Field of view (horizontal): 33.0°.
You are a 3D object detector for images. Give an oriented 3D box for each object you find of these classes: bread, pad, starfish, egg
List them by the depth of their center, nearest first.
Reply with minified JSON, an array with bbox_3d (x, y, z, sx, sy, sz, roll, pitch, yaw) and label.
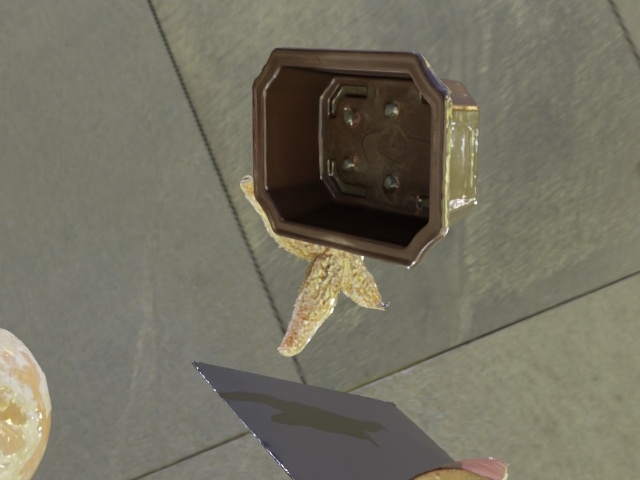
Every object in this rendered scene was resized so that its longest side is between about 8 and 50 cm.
[{"bbox_3d":[0.106,0.223,0.906,0.119,0.192,0.067,-28,75,5],"label":"bread"},{"bbox_3d":[-0.393,0.196,1.183,0.203,0.245,0.203,2,37,-2],"label":"egg"},{"bbox_3d":[0.051,0.230,1.188,0.368,0.247,0.007,19,106,-47],"label":"pad"},{"bbox_3d":[-0.004,0.001,1.219,0.231,0.048,0.295,56,46,-18],"label":"starfish"}]

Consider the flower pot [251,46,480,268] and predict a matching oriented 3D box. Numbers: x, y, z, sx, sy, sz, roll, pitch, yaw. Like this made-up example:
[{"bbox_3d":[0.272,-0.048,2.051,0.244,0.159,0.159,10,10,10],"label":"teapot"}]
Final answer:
[{"bbox_3d":[0.046,-0.082,0.961,0.084,0.251,0.178,-10,106,-39],"label":"flower pot"}]
